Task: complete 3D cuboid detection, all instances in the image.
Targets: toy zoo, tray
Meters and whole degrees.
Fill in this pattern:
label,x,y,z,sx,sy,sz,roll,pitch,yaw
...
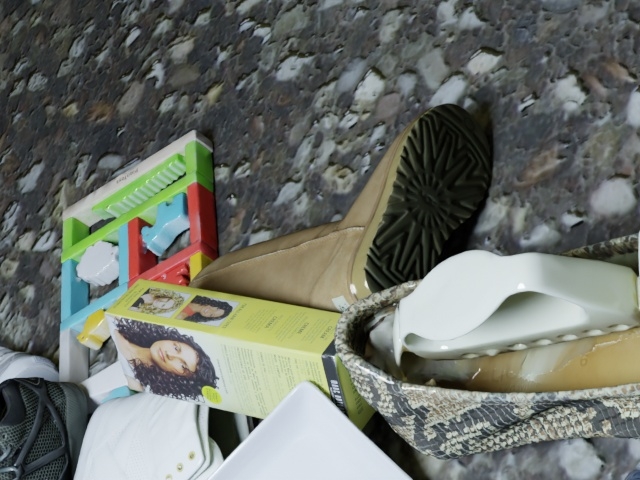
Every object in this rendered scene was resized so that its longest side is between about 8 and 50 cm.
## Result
label,x,y,z,sx,sy,sz,roll,pitch,yaw
toy zoo,-0.180,0.048,1.664,0.192,0.030,0.293,-30,46,27
tray,-0.049,0.251,1.343,0.270,0.145,0.030,-46,-2,9

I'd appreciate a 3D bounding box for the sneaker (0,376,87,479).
label,x,y,z,sx,sy,sz,roll,pitch,yaw
sneaker,-0.279,0.232,1.544,0.087,0.130,0.228,-17,66,39

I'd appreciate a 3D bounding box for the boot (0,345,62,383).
label,x,y,z,sx,sy,sz,roll,pitch,yaw
boot,-0.362,0.218,1.680,0.258,0.095,0.123,-52,31,-18

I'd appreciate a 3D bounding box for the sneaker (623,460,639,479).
label,x,y,z,sx,sy,sz,roll,pitch,yaw
sneaker,0.247,0.135,1.008,0.111,0.121,0.300,38,131,29

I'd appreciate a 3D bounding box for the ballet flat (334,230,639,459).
label,x,y,z,sx,sy,sz,roll,pitch,yaw
ballet flat,0.206,0.055,1.161,0.482,0.182,0.164,-14,53,38

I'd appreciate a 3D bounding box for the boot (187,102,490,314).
label,x,y,z,sx,sy,sz,roll,pitch,yaw
boot,0.000,0.000,1.473,0.269,0.089,0.236,-19,29,48

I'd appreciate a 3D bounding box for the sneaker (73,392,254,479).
label,x,y,z,sx,sy,sz,roll,pitch,yaw
sneaker,-0.139,0.244,1.426,0.169,0.108,0.293,-22,48,37

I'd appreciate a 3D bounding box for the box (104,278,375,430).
label,x,y,z,sx,sy,sz,roll,pitch,yaw
box,-0.064,0.095,1.391,0.232,0.087,0.058,7,37,32
